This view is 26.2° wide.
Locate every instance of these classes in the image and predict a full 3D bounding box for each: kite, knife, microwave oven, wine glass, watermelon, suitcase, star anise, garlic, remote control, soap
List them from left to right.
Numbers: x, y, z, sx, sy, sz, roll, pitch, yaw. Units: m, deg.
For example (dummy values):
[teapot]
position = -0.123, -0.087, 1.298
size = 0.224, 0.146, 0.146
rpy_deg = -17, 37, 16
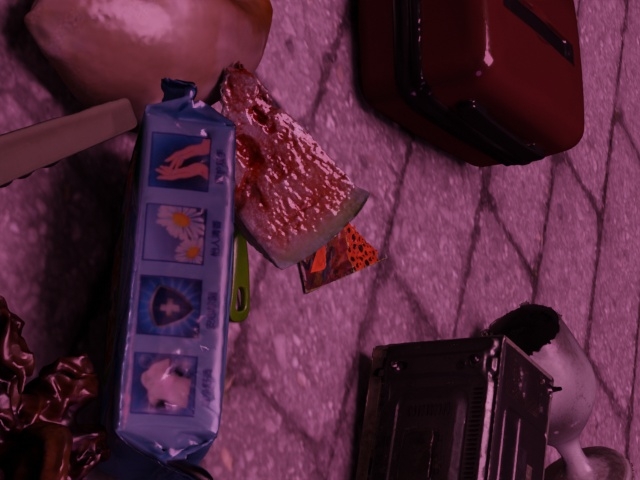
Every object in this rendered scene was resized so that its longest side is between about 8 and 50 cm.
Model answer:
[remote control]
position = -0.228, -0.033, 0.826
size = 0.285, 0.123, 0.038
rpy_deg = -32, 106, -60
[star anise]
position = -0.194, 0.129, 0.822
size = 0.220, 0.126, 0.190
rpy_deg = 62, 22, -25
[soap]
position = -0.108, 0.038, 0.970
size = 0.156, 0.077, 0.293
rpy_deg = 121, -27, -66
[garlic]
position = -0.116, -0.167, 1.098
size = 0.318, 0.112, 0.143
rpy_deg = -35, 107, -69
[knife]
position = -0.079, -0.013, 1.166
size = 0.078, 0.023, 0.166
rpy_deg = -1, 80, -54
[watermelon]
position = -0.035, -0.047, 1.092
size = 0.098, 0.121, 0.158
rpy_deg = -46, 151, -20
[kite]
position = -0.001, 0.000, 1.304
size = 0.222, 0.008, 0.125
rpy_deg = 50, 41, -39
[microwave oven]
position = 0.121, 0.203, 1.287
size = 0.129, 0.163, 0.205
rpy_deg = 38, 52, -45
[suitcase]
position = 0.170, -0.217, 1.519
size = 0.297, 0.161, 0.236
rpy_deg = 23, 62, -56
[wine glass]
position = 0.265, 0.194, 1.567
size = 0.241, 0.126, 0.126
rpy_deg = 64, 33, -27
